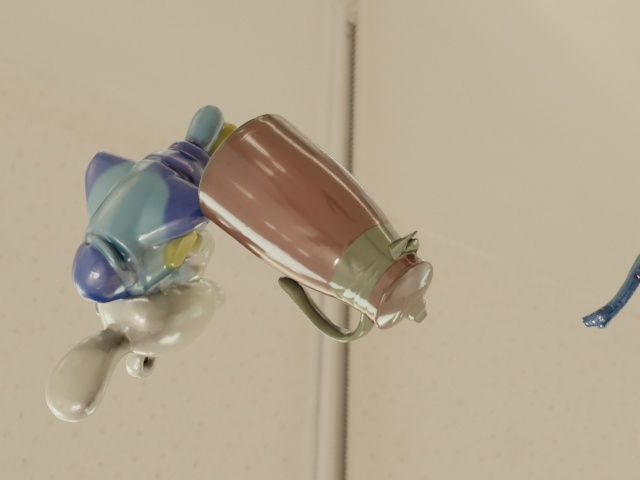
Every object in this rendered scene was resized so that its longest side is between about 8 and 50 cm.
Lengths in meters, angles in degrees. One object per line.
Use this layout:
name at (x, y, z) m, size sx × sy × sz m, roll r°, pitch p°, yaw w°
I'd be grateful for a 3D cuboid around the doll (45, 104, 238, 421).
doll at (-0.224, 0.013, 1.632) m, size 0.187 × 0.365 × 0.376 m, roll 11°, pitch -156°, yaw 2°

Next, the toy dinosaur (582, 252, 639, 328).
toy dinosaur at (0.409, -0.017, 1.258) m, size 0.076 × 0.329 × 0.144 m, roll 8°, pitch -113°, yaw -74°

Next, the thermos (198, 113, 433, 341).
thermos at (0.000, 0.000, 1.380) m, size 0.265 × 0.176 × 0.146 m, roll 40°, pitch -142°, yaw 26°
